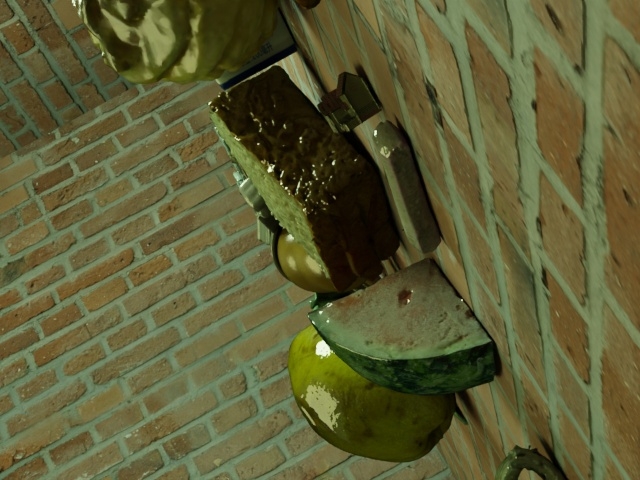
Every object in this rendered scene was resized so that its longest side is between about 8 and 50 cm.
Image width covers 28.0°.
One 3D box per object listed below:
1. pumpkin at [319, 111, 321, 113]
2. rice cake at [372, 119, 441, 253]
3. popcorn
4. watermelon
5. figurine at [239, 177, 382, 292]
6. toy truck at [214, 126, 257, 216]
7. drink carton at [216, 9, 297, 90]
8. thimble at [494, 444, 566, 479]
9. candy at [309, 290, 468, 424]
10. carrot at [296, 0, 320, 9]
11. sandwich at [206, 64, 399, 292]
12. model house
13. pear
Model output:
[{"bbox_3d":[0.004,-0.164,1.990,0.050,0.028,0.083,58,180,20],"label":"pumpkin"},{"bbox_3d":[0.095,-0.056,1.405,0.047,0.036,0.207,43,166,37],"label":"rice cake"},{"bbox_3d":[-0.186,-0.316,1.571,0.293,0.237,0.293,23,131,30],"label":"popcorn"},{"bbox_3d":[0.123,0.122,1.669,0.256,0.176,0.260,18,157,20],"label":"watermelon"},{"bbox_3d":[0.000,0.002,2.134,0.342,0.167,0.285,15,-170,-19],"label":"figurine"},{"bbox_3d":[-0.063,-0.111,2.311,0.305,0.162,0.136,62,177,-25],"label":"toy truck"},{"bbox_3d":[-0.160,-0.379,1.781,0.315,0.130,0.106,62,176,-30],"label":"drink carton"},{"bbox_3d":[0.257,0.303,1.558,0.062,0.084,0.110,121,133,-85],"label":"thimble"},{"bbox_3d":[0.130,0.209,2.492,0.398,0.172,0.263,41,-171,-6],"label":"candy"},{"bbox_3d":[-0.021,-0.276,1.284,0.042,0.042,0.171,60,180,13],"label":"carrot"},{"bbox_3d":[-0.031,-0.108,1.855,0.325,0.131,0.262,49,172,30],"label":"sandwich"},{"bbox_3d":[0.028,-0.154,1.414,0.058,0.057,0.083,57,179,-7],"label":"model house"},{"bbox_3d":[0.087,0.250,2.228,0.321,0.269,0.269,30,161,29],"label":"pear"}]
